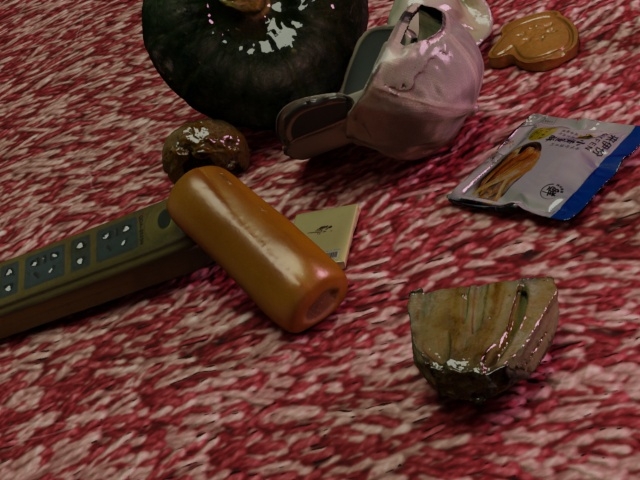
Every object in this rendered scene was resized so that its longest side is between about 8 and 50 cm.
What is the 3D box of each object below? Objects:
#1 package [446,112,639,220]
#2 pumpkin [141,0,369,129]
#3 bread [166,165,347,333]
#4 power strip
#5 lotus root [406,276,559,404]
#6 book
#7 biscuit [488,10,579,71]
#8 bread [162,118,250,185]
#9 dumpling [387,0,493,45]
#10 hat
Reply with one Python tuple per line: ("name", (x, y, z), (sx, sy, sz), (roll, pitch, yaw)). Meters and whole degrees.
("package", (0.249, -0.083, 1.522), (0.173, 0.027, 0.171), (10, 44, 47))
("pumpkin", (-0.081, -0.296, 1.798), (0.300, 0.300, 0.207), (-25, -6, -5))
("bread", (-0.074, -0.001, 1.487), (0.092, 0.074, 0.239), (-36, 56, -19))
("power strip", (-0.267, 0.030, 1.616), (0.387, 0.066, 0.092), (-20, 43, 9))
("lotus root", (0.144, 0.101, 1.269), (0.143, 0.070, 0.144), (-3, 32, 19))
("book", (0.000, 0.001, 1.564), (0.077, 0.014, 0.111), (-9, 34, 18))
("biscuit", (0.268, -0.253, 1.776), (0.118, 0.023, 0.140), (-23, 32, -3))
("bread", (-0.150, -0.110, 1.766), (0.113, 0.082, 0.060), (-20, 34, 10))
("dumpling", (0.160, -0.292, 1.836), (0.134, 0.100, 0.169), (10, 44, 20))
("hat", (0.073, -0.162, 1.652), (0.275, 0.161, 0.232), (-27, 10, 40))
